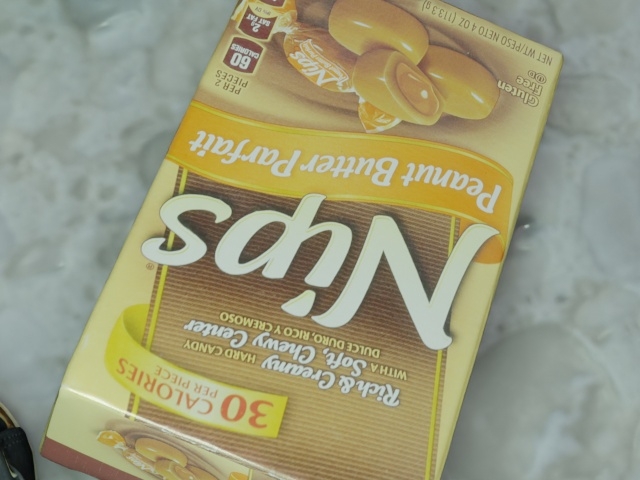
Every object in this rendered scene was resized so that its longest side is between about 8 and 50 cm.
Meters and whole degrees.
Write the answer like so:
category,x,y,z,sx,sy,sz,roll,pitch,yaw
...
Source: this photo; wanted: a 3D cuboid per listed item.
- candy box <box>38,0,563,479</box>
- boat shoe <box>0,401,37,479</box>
category,x,y,z,sx,sy,sz,roll,pitch,yaw
candy box,0.000,0.000,0.847,0.183,0.087,0.316,23,55,-3
boat shoe,-0.196,0.298,0.729,0.186,0.156,0.500,2,75,-13
